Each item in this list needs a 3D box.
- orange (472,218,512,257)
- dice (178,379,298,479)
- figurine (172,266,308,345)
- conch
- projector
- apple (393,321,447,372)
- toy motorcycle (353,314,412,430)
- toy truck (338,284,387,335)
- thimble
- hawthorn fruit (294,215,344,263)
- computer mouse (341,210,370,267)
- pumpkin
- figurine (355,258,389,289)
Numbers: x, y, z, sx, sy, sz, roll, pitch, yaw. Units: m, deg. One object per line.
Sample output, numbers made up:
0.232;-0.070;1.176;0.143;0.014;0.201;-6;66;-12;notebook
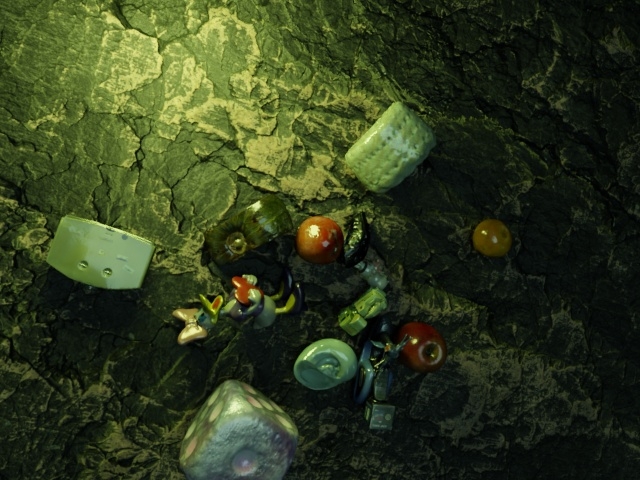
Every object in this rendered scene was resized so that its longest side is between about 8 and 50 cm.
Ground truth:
0.662;-0.006;1.650;0.154;0.134;0.155;11;69;-31;orange
-0.249;0.616;1.304;0.270;0.271;0.270;38;80;-14;dice
-0.252;0.214;1.373;0.419;0.154;0.194;-4;126;-24;figurine
0.016;0.426;1.459;0.220;0.121;0.185;7;92;-9;conch
-0.654;0.052;1.276;0.269;0.088;0.194;20;86;-15;projector
0.359;0.386;1.538;0.180;0.168;0.181;0;89;-11;apple
0.210;0.440;1.468;0.125;0.212;0.360;11;87;-15;toy motorcycle
0.149;0.250;1.473;0.085;0.116;0.191;42;107;-13;toy truck
0.235;-0.317;1.449;0.195;0.291;0.291;44;79;-11;thimble
0.000;0.000;1.426;0.172;0.173;0.173;0;90;-16;hawthorn fruit
0.133;0.000;1.467;0.077;0.147;0.242;13;53;12;computer mouse
-0.228;-0.041;1.406;0.280;0.190;0.140;-23;100;29;pumpkin
0.178;0.111;1.542;0.146;0.081;0.098;55;33;-5;figurine
